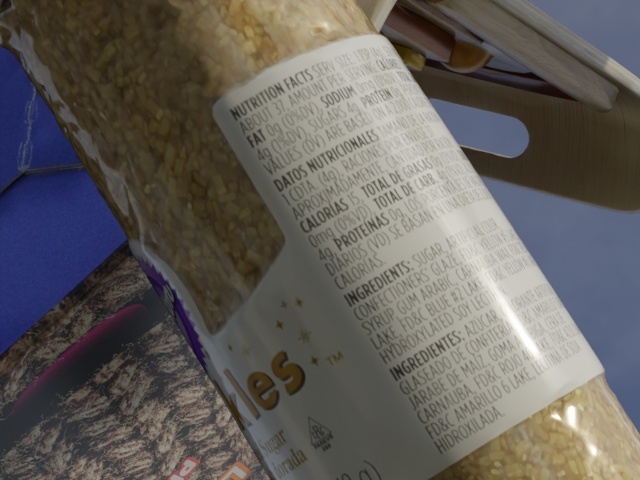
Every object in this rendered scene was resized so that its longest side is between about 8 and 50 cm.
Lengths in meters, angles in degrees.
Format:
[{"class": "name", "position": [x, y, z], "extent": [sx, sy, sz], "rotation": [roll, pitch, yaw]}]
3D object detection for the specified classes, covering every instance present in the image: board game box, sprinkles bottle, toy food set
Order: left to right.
[{"class": "board game box", "position": [-0.125, 0.060, 0.870], "extent": [0.232, 0.141, 0.291], "rotation": [-43, -29, -6]}, {"class": "sprinkles bottle", "position": [0.000, 0.000, 0.597], "extent": [0.121, 0.121, 0.355], "rotation": [-37, -100, 28]}, {"class": "toy food set", "position": [0.008, -0.081, 0.842], "extent": [0.219, 0.306, 0.092], "rotation": [17, -91, 33]}]
